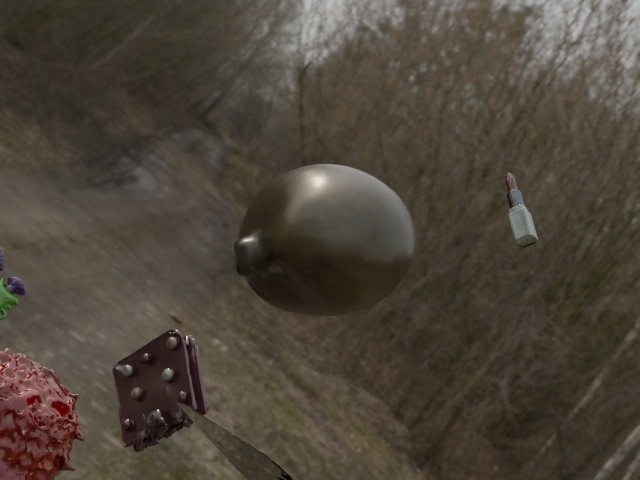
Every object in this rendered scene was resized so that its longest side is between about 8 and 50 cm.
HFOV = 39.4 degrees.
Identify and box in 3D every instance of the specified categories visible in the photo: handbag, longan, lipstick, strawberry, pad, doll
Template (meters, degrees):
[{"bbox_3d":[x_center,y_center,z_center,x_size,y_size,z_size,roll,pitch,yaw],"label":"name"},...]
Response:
[{"bbox_3d":[-0.340,0.314,1.870,0.074,0.203,0.216,35,31,-47],"label":"handbag"},{"bbox_3d":[0.000,0.000,1.402,0.300,0.300,0.243,22,55,-78],"label":"longan"},{"bbox_3d":[0.257,-0.044,1.166,0.025,0.025,0.107,33,41,-49],"label":"lipstick"},{"bbox_3d":[-0.536,0.260,1.339,0.343,0.292,0.292,50,-4,-39],"label":"strawberry"},{"bbox_3d":[-0.081,0.219,0.974,0.323,0.055,0.250,44,-11,50],"label":"pad"},{"bbox_3d":[-0.599,0.057,1.563,0.115,0.050,0.190,-27,80,-42],"label":"doll"}]
